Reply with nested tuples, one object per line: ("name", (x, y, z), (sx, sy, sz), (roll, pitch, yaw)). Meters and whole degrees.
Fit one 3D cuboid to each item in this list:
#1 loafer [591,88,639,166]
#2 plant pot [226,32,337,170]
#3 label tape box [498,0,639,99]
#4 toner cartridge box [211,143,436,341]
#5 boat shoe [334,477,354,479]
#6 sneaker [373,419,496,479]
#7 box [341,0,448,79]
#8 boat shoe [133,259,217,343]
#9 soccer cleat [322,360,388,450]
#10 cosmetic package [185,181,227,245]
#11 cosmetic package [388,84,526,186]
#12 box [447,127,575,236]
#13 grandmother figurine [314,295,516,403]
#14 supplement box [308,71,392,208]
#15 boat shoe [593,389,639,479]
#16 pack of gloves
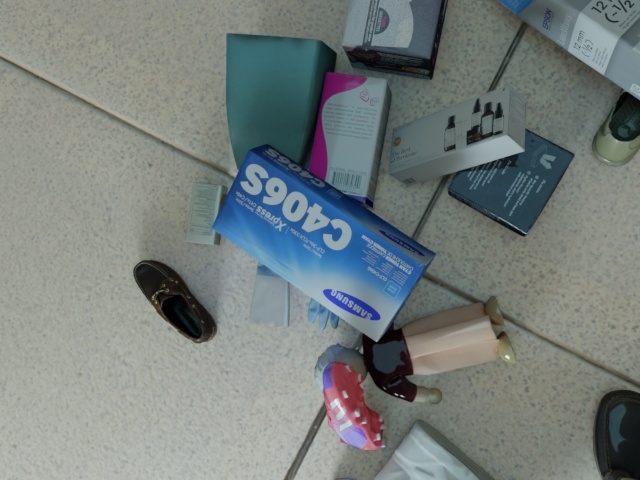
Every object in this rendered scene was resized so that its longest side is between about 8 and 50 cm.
("loafer", (0.558, -0.249, 1.247), (0.102, 0.092, 0.268), (29, 92, 10))
("plant pot", (-0.076, -0.236, 1.329), (0.166, 0.166, 0.234), (7, 97, 11))
("label tape box", (0.490, -0.425, 1.217), (0.249, 0.115, 0.348), (-44, 72, -8))
("toner cartridge box", (0.000, 0.000, 1.241), (0.348, 0.075, 0.165), (33, 115, 11))
("boat shoe", (0.101, 0.536, 1.288), (0.096, 0.088, 0.267), (-36, 81, 6))
("sneaker", (0.229, 0.468, 1.268), (0.292, 0.108, 0.169), (40, 96, 20))
("box", (0.142, -0.433, 1.307), (0.163, 0.142, 0.247), (11, 89, 10))
("boat shoe", (-0.278, 0.111, 1.389), (0.207, 0.073, 0.073), (41, 95, 11))
("soccer cleat", (0.040, 0.287, 1.251), (0.095, 0.248, 0.083), (-8, 50, 21))
("cosmetic package", (-0.215, -0.050, 1.401), (0.060, 0.041, 0.115), (9, 89, 10))
("cosmetic package", (0.225, -0.172, 1.245), (0.239, 0.060, 0.098), (-15, 56, 43))
("box", (0.326, -0.112, 1.281), (0.158, 0.093, 0.156), (31, 92, 11))
("grandmother figurine", (0.151, 0.190, 1.296), (0.343, 0.104, 0.207), (-18, 75, 6))
("supplement box", (0.053, -0.177, 1.324), (0.111, 0.114, 0.220), (10, 90, 11))
("boat shoe", (0.531, 0.422, 1.196), (0.132, 0.130, 0.355), (-11, 85, 9))
("pack of gloves", (-0.027, 0.049, 1.372), (0.195, 0.046, 0.232), (4, 86, 23))
